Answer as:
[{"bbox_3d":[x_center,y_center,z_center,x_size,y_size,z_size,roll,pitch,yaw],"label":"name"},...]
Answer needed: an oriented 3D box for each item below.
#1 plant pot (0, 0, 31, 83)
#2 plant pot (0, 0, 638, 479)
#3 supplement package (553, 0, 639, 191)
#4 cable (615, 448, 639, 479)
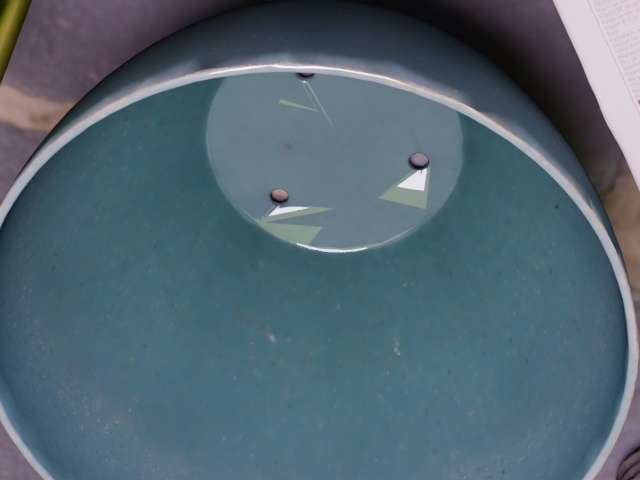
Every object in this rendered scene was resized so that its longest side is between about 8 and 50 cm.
[{"bbox_3d":[-0.242,-0.145,0.703,0.227,0.228,0.207,-8,128,10],"label":"plant pot"},{"bbox_3d":[0.000,0.000,0.785,0.290,0.195,0.290,3,123,4],"label":"plant pot"},{"bbox_3d":[0.193,-0.101,0.735,0.139,0.134,0.244,-20,120,18],"label":"supplement package"},{"bbox_3d":[0.303,0.091,0.919,0.139,0.072,0.287,27,136,-32],"label":"cable"}]
